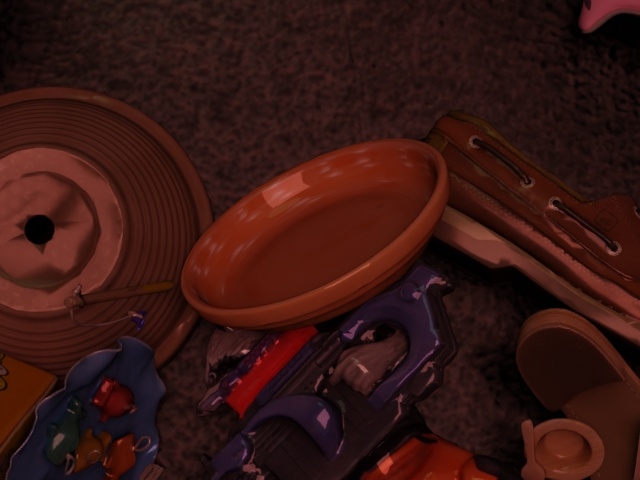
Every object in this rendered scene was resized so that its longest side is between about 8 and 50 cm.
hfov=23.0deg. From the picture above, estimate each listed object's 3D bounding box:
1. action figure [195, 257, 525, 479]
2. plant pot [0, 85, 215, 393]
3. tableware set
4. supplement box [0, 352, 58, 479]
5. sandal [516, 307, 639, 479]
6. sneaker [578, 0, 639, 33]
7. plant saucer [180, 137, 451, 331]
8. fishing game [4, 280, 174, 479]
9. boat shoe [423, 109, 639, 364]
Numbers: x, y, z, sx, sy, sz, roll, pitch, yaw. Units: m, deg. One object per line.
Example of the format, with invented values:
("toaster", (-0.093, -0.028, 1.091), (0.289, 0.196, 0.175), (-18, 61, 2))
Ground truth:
("action figure", (0.011, 0.194, 1.088), (0.341, 0.178, 0.330), (-39, 74, 6))
("plant pot", (-0.191, -0.001, 1.115), (0.237, 0.110, 0.237), (1, 82, -4))
("tableware set", (0.209, 0.176, 1.102), (0.168, 0.020, 0.141), (1, 123, 11))
("supplement box", (-0.384, 0.133, 1.016), (0.356, 0.195, 0.194), (22, 106, 0))
("sandal", (0.220, 0.128, 1.131), (0.088, 0.079, 0.240), (-25, 114, 25))
("sneaker", (0.338, -0.126, 1.172), (0.319, 0.112, 0.131), (36, 99, 5))
("plant saucer", (0.000, 0.000, 1.074), (0.200, 0.200, 0.037), (-30, 115, -6))
("fishing game", (-0.150, 0.155, 1.057), (0.041, 0.189, 0.264), (18, 95, 21))
("boat shoe", (0.199, 0.011, 1.131), (0.307, 0.111, 0.104), (30, 83, 1))
